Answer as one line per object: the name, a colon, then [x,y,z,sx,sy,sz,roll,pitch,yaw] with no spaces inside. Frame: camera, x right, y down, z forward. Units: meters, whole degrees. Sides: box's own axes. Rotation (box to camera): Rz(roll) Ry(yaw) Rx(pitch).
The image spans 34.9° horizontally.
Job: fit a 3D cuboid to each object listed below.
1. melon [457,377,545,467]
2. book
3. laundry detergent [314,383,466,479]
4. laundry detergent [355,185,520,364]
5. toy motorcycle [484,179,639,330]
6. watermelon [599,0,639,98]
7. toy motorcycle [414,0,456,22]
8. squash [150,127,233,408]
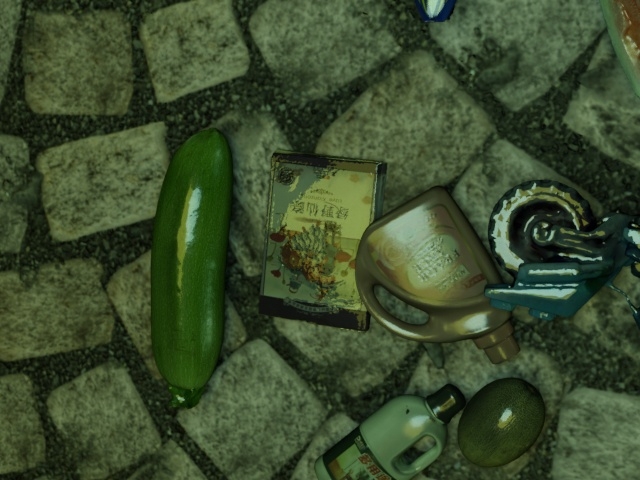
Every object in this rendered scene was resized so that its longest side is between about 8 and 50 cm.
melon: [0.230,0.233,1.301,0.098,0.098,0.130,42,116,7]
book: [0.000,0.000,1.371,0.157,0.026,0.231,8,100,15]
laundry detergent: [0.101,0.270,1.359,0.226,0.070,0.099,-41,77,17]
laundry detergent: [0.145,0.066,1.307,0.171,0.076,0.237,-29,92,8]
toy motorcycle: [0.390,0.075,1.191,0.416,0.172,0.232,14,96,5]
watermelon: [0.446,-0.237,1.136,0.256,0.176,0.260,-6,112,18]
toy motorcycle: [0.142,-0.413,1.193,0.113,0.169,0.315,2,98,15]
squash: [-0.178,0.043,1.389,0.107,0.107,0.395,9,101,15]
